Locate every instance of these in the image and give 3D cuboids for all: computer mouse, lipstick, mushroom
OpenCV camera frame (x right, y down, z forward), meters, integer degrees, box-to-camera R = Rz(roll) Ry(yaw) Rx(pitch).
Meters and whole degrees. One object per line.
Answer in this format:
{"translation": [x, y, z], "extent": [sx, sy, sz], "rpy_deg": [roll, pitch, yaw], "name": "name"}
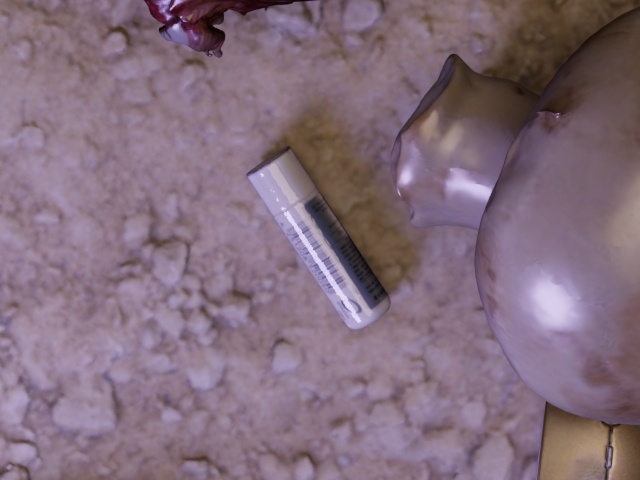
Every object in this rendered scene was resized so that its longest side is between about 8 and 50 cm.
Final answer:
{"translation": [0.208, 0.185, 1.255], "extent": [0.102, 0.045, 0.199], "rpy_deg": [6, 98, -6], "name": "computer mouse"}
{"translation": [0.000, 0.000, 1.224], "extent": [0.040, 0.040, 0.141], "rpy_deg": [-34, 97, 2], "name": "lipstick"}
{"translation": [0.199, -0.034, 1.137], "extent": [0.290, 0.297, 0.297], "rpy_deg": [29, 97, 33], "name": "mushroom"}

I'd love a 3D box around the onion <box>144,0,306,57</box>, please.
{"translation": [-0.075, -0.238, 1.060], "extent": [0.314, 0.314, 0.232], "rpy_deg": [15, 96, -4], "name": "onion"}
